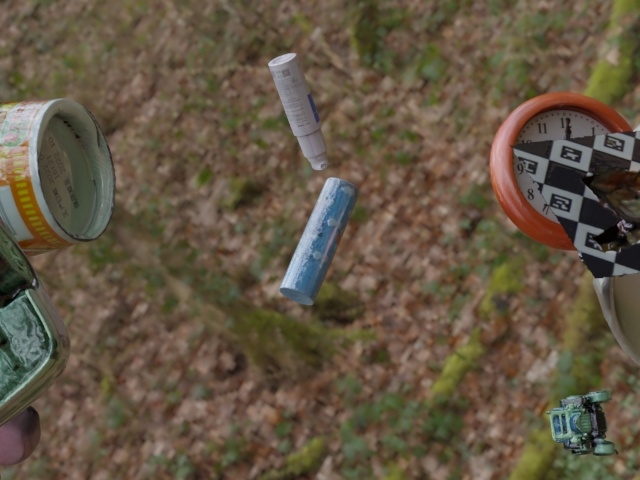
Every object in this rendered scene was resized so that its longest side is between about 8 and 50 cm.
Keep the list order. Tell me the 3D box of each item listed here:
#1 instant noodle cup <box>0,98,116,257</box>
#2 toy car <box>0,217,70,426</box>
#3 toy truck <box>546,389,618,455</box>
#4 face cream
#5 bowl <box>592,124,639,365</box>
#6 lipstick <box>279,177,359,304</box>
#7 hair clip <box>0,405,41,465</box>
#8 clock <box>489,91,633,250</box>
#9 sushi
[{"bbox_3d":[-0.272,-0.045,1.090,0.184,0.168,0.168,-8,40,20],"label":"instant noodle cup"},{"bbox_3d":[-0.192,-0.014,0.583,0.090,0.224,0.076,-37,-14,3],"label":"toy car"},{"bbox_3d":[0.319,0.234,1.721,0.154,0.078,0.080,107,158,-81],"label":"toy truck"},{"bbox_3d":[-0.020,-0.138,1.485,0.034,0.130,0.034,-17,21,7],"label":"face cream"},{"bbox_3d":[0.344,-0.025,1.146,0.277,0.277,0.145,-50,30,21],"label":"bowl"},{"bbox_3d":[0.000,0.000,1.681,0.048,0.048,0.158,-20,43,63],"label":"lipstick"},{"bbox_3d":[-0.308,0.086,0.935,0.146,0.257,0.075,-38,11,25],"label":"hair clip"},{"bbox_3d":[0.309,-0.087,1.699,0.205,0.205,0.051,-63,4,-18],"label":"clock"},{"bbox_3d":[0.194,-0.018,0.874,0.026,0.120,0.126,104,151,-44],"label":"sushi"}]
